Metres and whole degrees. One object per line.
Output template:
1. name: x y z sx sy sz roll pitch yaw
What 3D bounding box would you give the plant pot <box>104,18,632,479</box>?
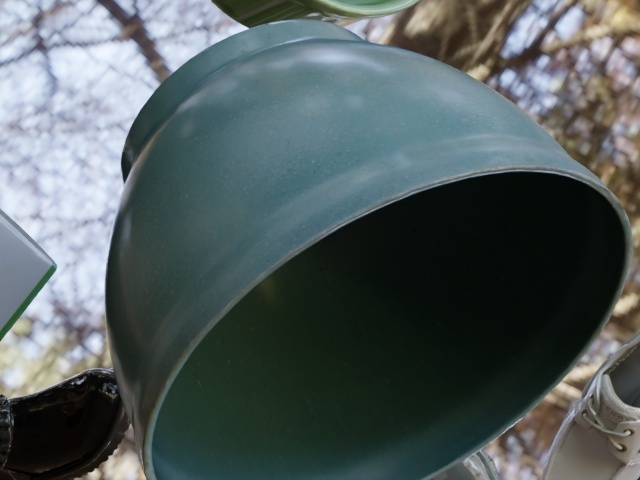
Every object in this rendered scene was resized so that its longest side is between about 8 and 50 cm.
1. plant pot: 0.000 0.000 0.919 0.196 0.293 0.293 59 -24 35

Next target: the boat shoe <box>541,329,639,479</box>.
1. boat shoe: 0.308 0.168 1.650 0.098 0.277 0.096 35 8 23

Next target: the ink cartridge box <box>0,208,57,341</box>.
1. ink cartridge box: -0.285 0.054 1.075 0.087 0.153 0.208 44 -25 -20

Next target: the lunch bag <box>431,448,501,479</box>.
1. lunch bag: 0.066 0.303 1.234 0.256 0.213 0.305 102 -35 -86

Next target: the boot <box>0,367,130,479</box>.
1. boot: -0.446 0.251 2.256 0.260 0.131 0.348 27 -48 -35

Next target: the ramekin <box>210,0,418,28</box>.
1. ramekin: -0.018 -0.362 1.720 0.303 0.303 0.148 48 -34 -17
